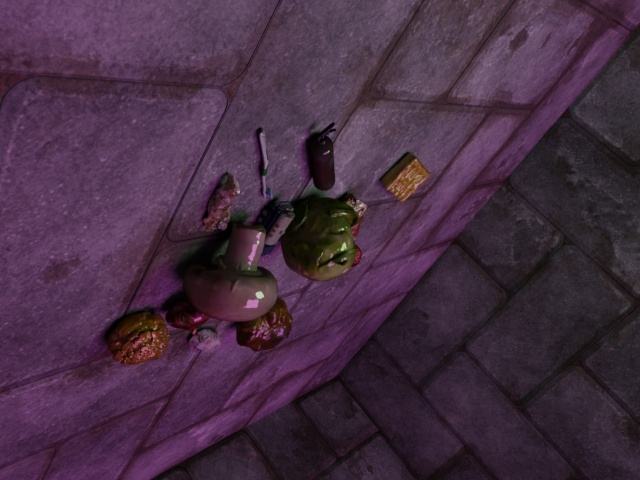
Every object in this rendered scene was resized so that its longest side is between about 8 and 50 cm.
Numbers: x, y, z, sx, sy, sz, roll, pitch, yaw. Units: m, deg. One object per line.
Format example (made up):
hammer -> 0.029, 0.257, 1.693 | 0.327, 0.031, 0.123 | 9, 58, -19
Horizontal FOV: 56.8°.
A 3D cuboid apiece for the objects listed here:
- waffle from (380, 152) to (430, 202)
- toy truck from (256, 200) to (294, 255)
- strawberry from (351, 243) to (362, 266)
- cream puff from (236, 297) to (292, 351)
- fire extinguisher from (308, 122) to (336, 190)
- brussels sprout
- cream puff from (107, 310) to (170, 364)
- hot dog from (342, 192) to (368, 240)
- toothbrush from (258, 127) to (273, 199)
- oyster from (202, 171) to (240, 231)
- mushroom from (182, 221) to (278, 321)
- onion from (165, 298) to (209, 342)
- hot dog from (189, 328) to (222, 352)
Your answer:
waffle -> 0.335, -0.245, 2.325 | 0.168, 0.057, 0.274 | -46, 159, 10
toy truck -> -0.151, -0.039, 1.836 | 0.074, 0.088, 0.202 | -13, 145, -54
strawberry -> 0.125, 0.059, 2.513 | 0.106, 0.106, 0.106 | -35, 158, -16
cream puff -> -0.215, 0.341, 2.375 | 0.241, 0.155, 0.269 | -43, 157, 0
fire extinguisher -> 0.012, -0.246, 1.738 | 0.089, 0.072, 0.268 | -31, 157, -10
brussels sprout -> 0.000, -0.002, 1.943 | 0.294, 0.260, 0.227 | -24, 159, 26
cream puff -> -0.538, 0.302, 1.774 | 0.189, 0.129, 0.189 | -32, 158, -15
hot dog -> 0.087, -0.079, 2.170 | 0.146, 0.103, 0.213 | 0, 128, -30
toothbrush -> -0.153, -0.200, 1.609 | 0.030, 0.030, 0.304 | -35, 156, -18
oyster -> -0.265, -0.084, 1.589 | 0.106, 0.061, 0.200 | -32, 157, -20
mushroom -> -0.258, 0.088, 1.751 | 0.292, 0.292, 0.290 | -1, 99, -60
onion -> -0.401, 0.255, 1.858 | 0.150, 0.140, 0.150 | -15, -167, 3
hot dog -> -0.429, 0.373, 2.208 | 0.099, 0.053, 0.192 | -42, 156, -2
